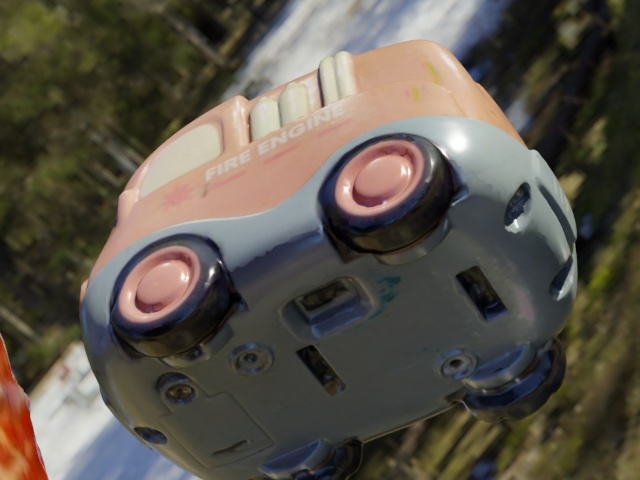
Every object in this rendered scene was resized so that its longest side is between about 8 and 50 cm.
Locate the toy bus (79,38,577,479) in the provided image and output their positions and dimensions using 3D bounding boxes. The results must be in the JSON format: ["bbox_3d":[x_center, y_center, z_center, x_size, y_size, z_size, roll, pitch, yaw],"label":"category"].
[{"bbox_3d":[0.000,0.000,1.019,0.288,0.194,0.232,-25,45,14],"label":"toy bus"}]

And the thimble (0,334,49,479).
[{"bbox_3d":[-0.268,0.115,0.669,0.350,0.230,0.350,-15,-10,-3],"label":"thimble"}]
